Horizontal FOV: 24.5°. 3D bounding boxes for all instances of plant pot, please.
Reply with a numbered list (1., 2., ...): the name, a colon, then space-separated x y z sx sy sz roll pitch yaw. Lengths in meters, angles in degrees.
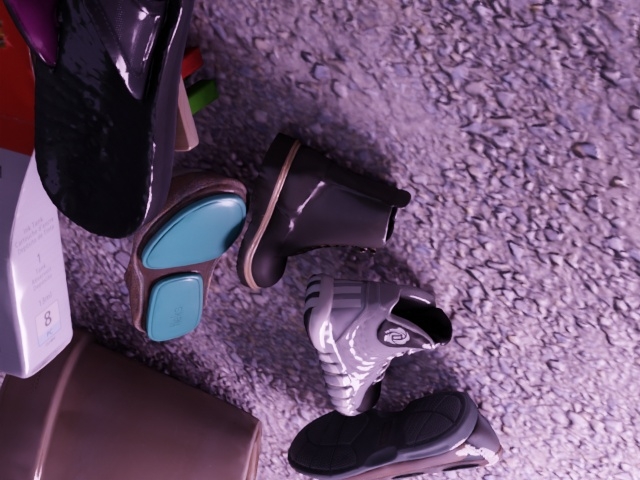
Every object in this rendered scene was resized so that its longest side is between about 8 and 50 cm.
1. plant pot: -0.221 0.273 1.716 0.280 0.323 0.323 9 141 3

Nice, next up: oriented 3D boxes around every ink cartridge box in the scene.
1. ink cartridge box: -0.406 -0.076 1.440 0.308 0.091 0.385 16 127 25

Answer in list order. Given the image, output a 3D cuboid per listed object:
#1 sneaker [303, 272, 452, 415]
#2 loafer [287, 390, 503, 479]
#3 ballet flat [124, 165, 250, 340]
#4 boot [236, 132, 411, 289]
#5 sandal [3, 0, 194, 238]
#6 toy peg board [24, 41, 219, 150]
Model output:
1. sneaker: 0.069 0.109 1.458 0.132 0.086 0.228 -3 149 13
2. loafer: 0.076 0.229 1.584 0.267 0.096 0.084 -17 128 45
3. ballet flat: -0.149 -0.008 1.462 0.316 0.108 0.106 121 136 -56
4. boot: 0.000 0.000 1.389 0.137 0.077 0.198 22 145 6
5. sandal: -0.189 -0.185 1.199 0.167 0.107 0.445 19 125 25
6. toy peg board: -0.177 -0.171 1.331 0.161 0.079 0.160 4 120 33
